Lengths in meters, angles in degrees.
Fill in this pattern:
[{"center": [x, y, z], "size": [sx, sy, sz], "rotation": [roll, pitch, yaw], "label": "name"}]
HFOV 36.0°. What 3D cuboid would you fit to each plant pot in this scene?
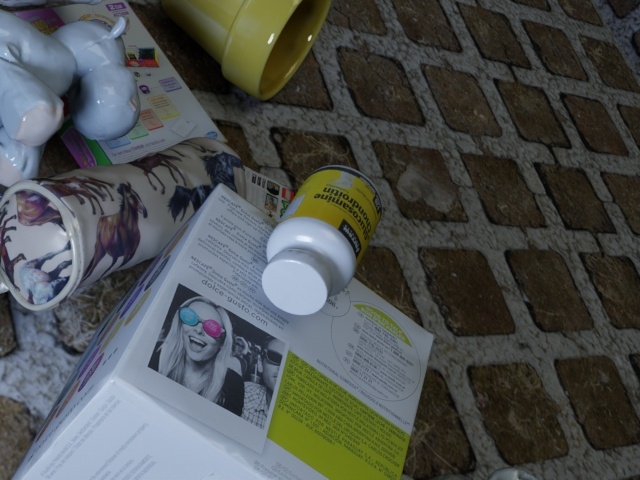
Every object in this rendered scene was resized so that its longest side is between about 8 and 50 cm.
[{"center": [-0.140, -0.414, 1.750], "size": [0.239, 0.254, 0.254], "rotation": [31, 40, 7], "label": "plant pot"}]

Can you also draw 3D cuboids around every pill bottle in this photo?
[{"center": [0.000, 0.000, 1.112], "size": [0.103, 0.103, 0.184], "rotation": [39, 38, -9], "label": "pill bottle"}]

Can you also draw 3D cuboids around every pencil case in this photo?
[{"center": [-0.261, -0.034, 1.330], "size": [0.410, 0.184, 0.159], "rotation": [-26, 101, -58], "label": "pencil case"}]

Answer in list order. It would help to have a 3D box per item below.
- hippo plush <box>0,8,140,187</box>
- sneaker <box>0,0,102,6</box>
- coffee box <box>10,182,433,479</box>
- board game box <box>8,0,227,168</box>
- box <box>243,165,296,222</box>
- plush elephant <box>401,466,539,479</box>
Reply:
[{"center": [-0.389, -0.218, 1.373], "size": [0.237, 0.234, 0.294], "rotation": [-15, 77, -47], "label": "hippo plush"}, {"center": [-0.423, -0.391, 1.471], "size": [0.152, 0.305, 0.114], "rotation": [-24, 109, -32], "label": "sneaker"}, {"center": [-0.115, 0.210, 1.178], "size": [0.338, 0.337, 0.334], "rotation": [35, 41, -13], "label": "coffee box"}, {"center": [-0.329, -0.237, 1.564], "size": [0.242, 0.064, 0.316], "rotation": [-25, 76, -48], "label": "board game box"}, {"center": [-0.101, -0.019, 1.606], "size": [0.114, 0.036, 0.207], "rotation": [26, 45, -23], "label": "box"}, {"center": [0.180, 0.429, 1.325], "size": [0.330, 0.272, 0.255], "rotation": [20, 55, -68], "label": "plush elephant"}]
